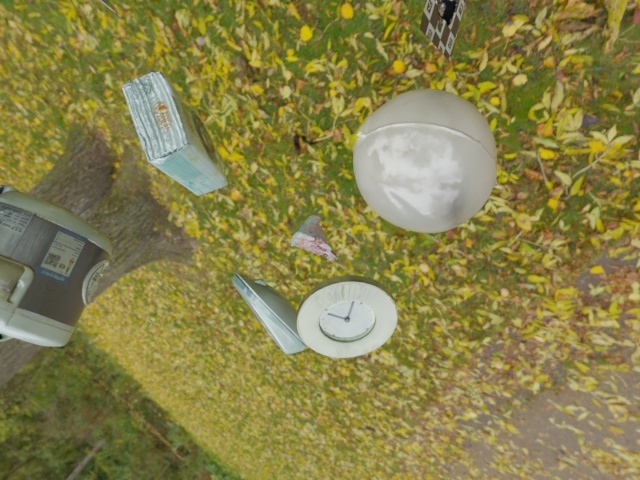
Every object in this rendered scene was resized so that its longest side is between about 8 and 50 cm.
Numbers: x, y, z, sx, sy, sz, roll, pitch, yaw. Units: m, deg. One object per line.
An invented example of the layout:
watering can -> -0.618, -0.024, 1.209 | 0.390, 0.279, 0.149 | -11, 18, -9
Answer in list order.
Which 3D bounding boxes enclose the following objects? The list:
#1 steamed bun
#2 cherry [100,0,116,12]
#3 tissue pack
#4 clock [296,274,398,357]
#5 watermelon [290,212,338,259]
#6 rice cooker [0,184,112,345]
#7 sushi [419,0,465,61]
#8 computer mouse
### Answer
steamed bun -> 0.243, -0.178, 1.088 | 0.333, 0.334, 0.374 | 17, 162, 27
cherry -> -0.580, -0.724, 1.148 | 0.183, 0.213, 0.266 | 38, 123, 28
tissue pack -> -0.471, -0.341, 1.558 | 0.388, 0.162, 0.288 | 58, -172, -79
clock -> 0.062, 0.180, 1.072 | 0.234, 0.029, 0.235 | -1, 122, -2
watermelon -> -0.024, 0.001, 1.401 | 0.158, 0.121, 0.098 | 65, 167, 9
rice cooker -> -0.583, 0.065, 0.904 | 0.288, 0.277, 0.288 | 16, 159, 6
sushi -> 0.254, -0.512, 0.998 | 0.040, 0.210, 0.193 | 19, 103, 31
computer mouse -> -0.120, 0.183, 1.216 | 0.159, 0.097, 0.289 | 37, 158, 52
